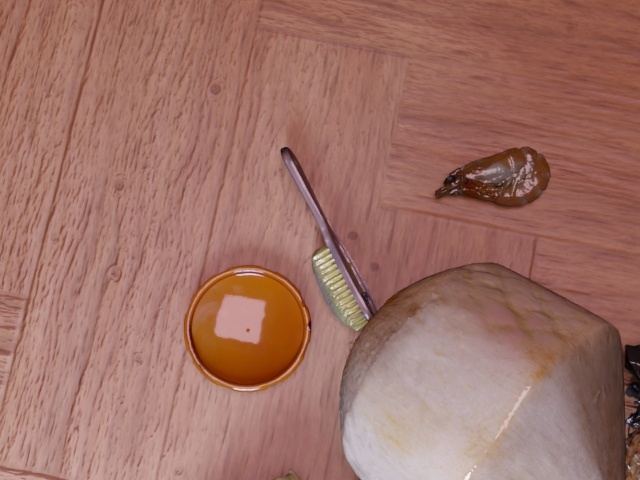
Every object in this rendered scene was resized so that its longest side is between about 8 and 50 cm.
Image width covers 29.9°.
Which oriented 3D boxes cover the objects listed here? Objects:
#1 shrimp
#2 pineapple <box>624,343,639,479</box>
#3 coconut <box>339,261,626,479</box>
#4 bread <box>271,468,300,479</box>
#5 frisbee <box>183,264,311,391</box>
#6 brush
[{"bbox_3d":[0.266,-0.094,1.845,0.184,0.043,0.091,-8,83,-3],"label":"shrimp"},{"bbox_3d":[0.487,0.254,1.745,0.111,0.119,0.237,1,78,-14],"label":"pineapple"},{"bbox_3d":[0.234,0.240,1.631,0.415,0.344,0.415,-9,70,24],"label":"coconut"},{"bbox_3d":[-0.081,0.480,1.677,0.246,0.111,0.239,-36,76,12],"label":"bread"},{"bbox_3d":[-0.109,0.133,1.801,0.192,0.035,0.192,0,78,-1],"label":"frisbee"},{"bbox_3d":[-0.002,0.001,1.816,0.067,0.072,0.313,-29,80,8],"label":"brush"}]
